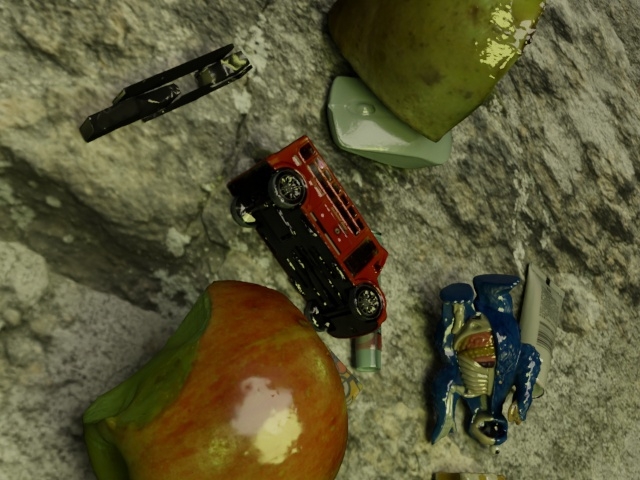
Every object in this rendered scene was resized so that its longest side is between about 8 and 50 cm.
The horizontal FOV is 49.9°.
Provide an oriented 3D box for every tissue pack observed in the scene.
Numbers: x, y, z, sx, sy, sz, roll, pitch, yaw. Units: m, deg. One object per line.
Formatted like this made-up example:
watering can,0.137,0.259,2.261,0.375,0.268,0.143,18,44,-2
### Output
tissue pack,0.006,0.178,0.868,0.083,0.035,0.063,51,51,-11

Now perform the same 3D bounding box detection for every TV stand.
TV stand,-0.184,-0.182,0.835,0.249,0.036,0.042,-37,101,-40

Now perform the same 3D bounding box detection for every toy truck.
toy truck,0.000,0.000,0.874,0.114,0.107,0.252,-43,103,-39

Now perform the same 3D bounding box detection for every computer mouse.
computer mouse,0.113,-0.181,1.050,0.231,0.079,0.127,8,67,-33

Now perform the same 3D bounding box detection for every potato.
potato,0.166,-0.356,0.970,0.213,0.280,0.330,25,46,-18

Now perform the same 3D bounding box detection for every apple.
apple,-0.102,0.165,0.652,0.226,0.246,0.246,-21,89,-26

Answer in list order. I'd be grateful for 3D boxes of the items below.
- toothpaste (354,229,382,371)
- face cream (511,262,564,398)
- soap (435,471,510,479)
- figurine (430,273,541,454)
toothpaste,0.065,0.077,0.950,0.056,0.036,0.205,16,62,-32
face cream,0.363,0.148,1.152,0.092,0.058,0.243,40,49,-14
soap,0.223,0.435,0.928,0.140,0.073,0.232,17,65,-35
figurine,0.232,0.177,1.002,0.164,0.121,0.262,4,95,-12
